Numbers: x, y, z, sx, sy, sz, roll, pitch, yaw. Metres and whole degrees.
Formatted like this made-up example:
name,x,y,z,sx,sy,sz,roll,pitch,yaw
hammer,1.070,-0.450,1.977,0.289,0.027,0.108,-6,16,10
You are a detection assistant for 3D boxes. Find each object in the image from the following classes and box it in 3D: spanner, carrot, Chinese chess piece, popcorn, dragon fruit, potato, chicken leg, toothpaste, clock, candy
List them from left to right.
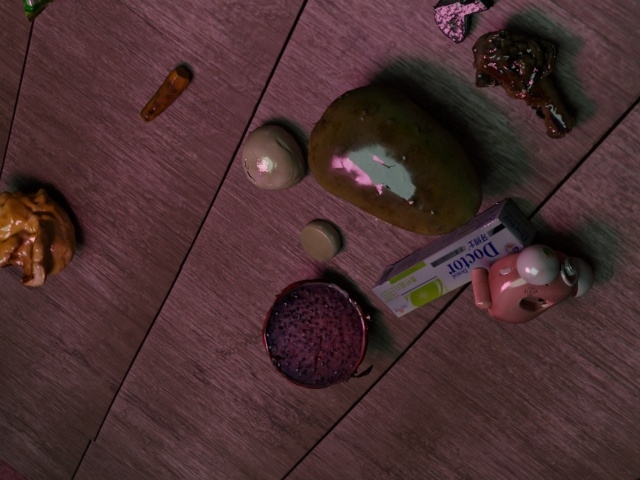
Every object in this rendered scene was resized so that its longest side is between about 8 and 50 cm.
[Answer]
name,x,y,z,sx,sy,sz,roll,pitch,yaw
popcorn,-0.671,-0.012,2.165,0.191,0.190,0.253,-24,69,31
candy,-0.530,-0.505,1.724,0.032,0.102,0.178,15,131,19
carrot,-0.303,-0.278,1.798,0.042,0.042,0.171,48,138,-8
dragon fruit,-0.018,0.185,1.897,0.148,0.224,0.218,177,91,-76
Chinese chess piece,0.000,0.000,1.818,0.084,0.034,0.084,20,133,23
potato,0.124,-0.127,1.525,0.308,0.173,0.210,34,118,4
toothpaste,0.230,0.037,1.667,0.081,0.067,0.337,46,137,-10
spanner,0.207,-0.434,1.333,0.093,0.026,0.325,16,130,25
chicken leg,0.311,-0.240,1.387,0.196,0.080,0.125,32,147,-2
clock,0.356,0.073,1.544,0.166,0.092,0.162,17,146,-39

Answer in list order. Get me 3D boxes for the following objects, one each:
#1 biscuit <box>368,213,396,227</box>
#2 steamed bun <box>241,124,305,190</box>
name,x,y,z,sx,sy,sz,roll,pitch,yaw
biscuit,0.122,-0.088,1.672,0.152,0.020,0.152,19,134,21
steamed bun,-0.089,-0.145,1.719,0.113,0.091,0.129,5,126,30
